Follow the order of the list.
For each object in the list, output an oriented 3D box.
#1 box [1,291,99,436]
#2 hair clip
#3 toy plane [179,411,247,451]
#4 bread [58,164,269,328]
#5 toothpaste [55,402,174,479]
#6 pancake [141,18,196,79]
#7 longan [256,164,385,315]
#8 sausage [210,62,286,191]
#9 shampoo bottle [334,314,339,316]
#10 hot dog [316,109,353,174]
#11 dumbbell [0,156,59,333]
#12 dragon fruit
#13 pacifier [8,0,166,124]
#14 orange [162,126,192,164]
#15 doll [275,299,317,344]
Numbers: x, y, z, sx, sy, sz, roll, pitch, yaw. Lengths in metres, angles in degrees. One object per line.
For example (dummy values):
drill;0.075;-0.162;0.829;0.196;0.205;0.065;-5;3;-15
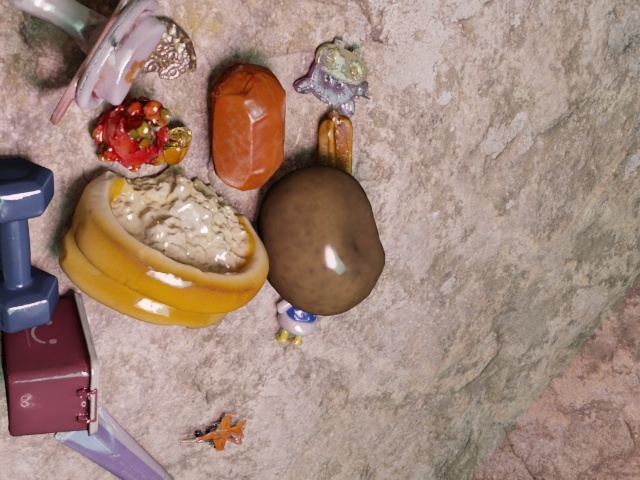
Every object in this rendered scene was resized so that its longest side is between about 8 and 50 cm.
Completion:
box;-0.547;0.250;1.644;0.168;0.294;0.193;-5;121;-22
hair clip;0.046;-0.362;1.824;0.187;0.056;0.146;18;100;-40
toy plane;-0.287;0.514;2.186;0.189;0.062;0.135;2;119;-23
bread;-0.319;0.017;1.702;0.424;0.328;0.245;15;145;-38
toothpaste;-0.488;0.534;2.032;0.125;0.080;0.371;-41;131;-6
pancake;-0.326;-0.340;1.580;0.191;0.020;0.184;15;109;-41
longan;0.000;0.000;1.860;0.289;0.288;0.349;-18;107;-27
sausage;-0.150;-0.229;1.693;0.141;0.153;0.267;-43;144;-49
shampoo bottle;0.076;0.111;2.161;0.192;0.074;0.074;-49;136;1
hot dog;0.032;-0.201;1.918;0.092;0.062;0.235;-19;132;-25
dumbbell;-0.575;0.010;1.544;0.144;0.160;0.324;5;121;-7
dragon fruit;-0.348;-0.211;1.571;0.133;0.208;0.150;-23;91;-44
pacifier;-0.389;-0.351;1.394;0.332;0.273;0.220;-56;162;7
orange;-0.298;-0.194;1.665;0.062;0.086;0.086;21;110;-2
doll;-0.036;0.140;2.077;0.138;0.119;0.293;9;120;-23
